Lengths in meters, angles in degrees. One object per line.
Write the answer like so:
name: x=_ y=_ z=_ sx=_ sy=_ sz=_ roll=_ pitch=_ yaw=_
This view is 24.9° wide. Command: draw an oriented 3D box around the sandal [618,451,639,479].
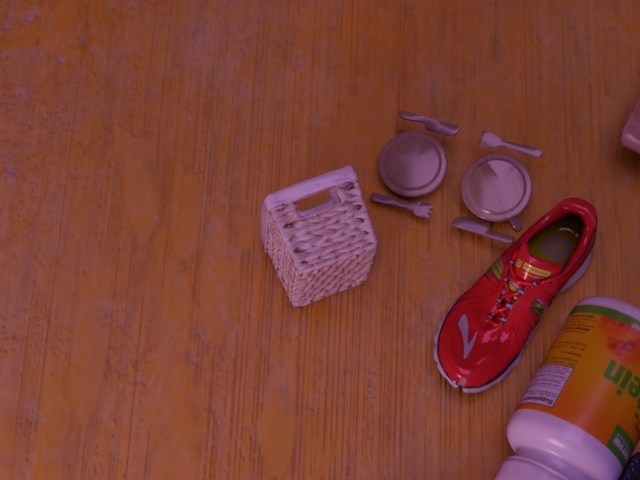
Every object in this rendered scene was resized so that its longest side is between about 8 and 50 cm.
sandal: x=0.325 y=0.348 z=1.622 sx=0.097 sy=0.054 sz=0.254 roll=42 pitch=62 yaw=7

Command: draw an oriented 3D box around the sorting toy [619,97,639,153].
sorting toy: x=0.535 y=-0.155 z=1.818 sx=0.257 sy=0.089 sz=0.255 roll=27 pitch=68 yaw=10

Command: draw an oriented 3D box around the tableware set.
tableware set: x=0.168 y=-0.077 z=1.803 sx=0.194 sy=0.039 sz=0.128 roll=17 pitch=79 yaw=12

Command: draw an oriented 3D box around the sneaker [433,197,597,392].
sneaker: x=0.229 y=0.052 z=1.703 sx=0.107 sy=0.118 sz=0.279 roll=34 pitch=70 yaw=13

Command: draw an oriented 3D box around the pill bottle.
pill bottle: x=0.295 y=0.197 z=1.633 sx=0.136 sy=0.136 sz=0.245 roll=29 pitch=69 yaw=10

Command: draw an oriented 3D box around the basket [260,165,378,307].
basket: x=0.000 y=0.000 z=1.697 sx=0.113 sy=0.167 sz=0.103 roll=-20 pitch=75 yaw=-10
